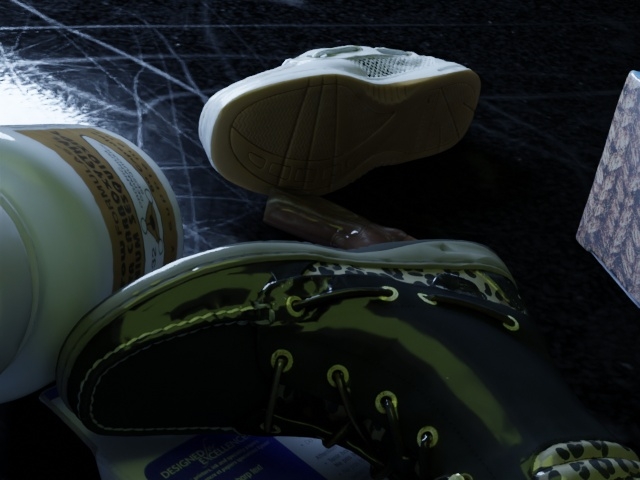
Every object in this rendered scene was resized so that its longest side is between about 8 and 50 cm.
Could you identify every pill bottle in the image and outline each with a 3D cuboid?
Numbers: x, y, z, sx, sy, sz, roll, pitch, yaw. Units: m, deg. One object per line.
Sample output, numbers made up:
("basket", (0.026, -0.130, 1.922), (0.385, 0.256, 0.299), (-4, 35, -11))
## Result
("pill bottle", (-0.156, 0.009, 0.548), (0.131, 0.131, 0.229), (14, 8, 6))

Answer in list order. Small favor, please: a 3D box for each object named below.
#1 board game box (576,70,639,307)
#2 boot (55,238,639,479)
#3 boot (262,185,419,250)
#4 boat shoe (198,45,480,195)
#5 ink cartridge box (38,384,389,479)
("board game box", (0.369, -0.004, 0.763), (0.291, 0.141, 0.232), (-4, 35, -20))
("boot", (0.022, 0.081, 0.484), (0.236, 0.085, 0.178), (-7, 39, -26))
("boot", (0.000, 0.000, 0.758), (0.114, 0.037, 0.106), (26, 23, 19))
("boat shoe", (0.004, -0.102, 0.869), (0.277, 0.098, 0.096), (-12, 37, -45))
("ink cartridge box", (0.033, 0.148, 0.518), (0.333, 0.065, 0.165), (34, 41, 31))
